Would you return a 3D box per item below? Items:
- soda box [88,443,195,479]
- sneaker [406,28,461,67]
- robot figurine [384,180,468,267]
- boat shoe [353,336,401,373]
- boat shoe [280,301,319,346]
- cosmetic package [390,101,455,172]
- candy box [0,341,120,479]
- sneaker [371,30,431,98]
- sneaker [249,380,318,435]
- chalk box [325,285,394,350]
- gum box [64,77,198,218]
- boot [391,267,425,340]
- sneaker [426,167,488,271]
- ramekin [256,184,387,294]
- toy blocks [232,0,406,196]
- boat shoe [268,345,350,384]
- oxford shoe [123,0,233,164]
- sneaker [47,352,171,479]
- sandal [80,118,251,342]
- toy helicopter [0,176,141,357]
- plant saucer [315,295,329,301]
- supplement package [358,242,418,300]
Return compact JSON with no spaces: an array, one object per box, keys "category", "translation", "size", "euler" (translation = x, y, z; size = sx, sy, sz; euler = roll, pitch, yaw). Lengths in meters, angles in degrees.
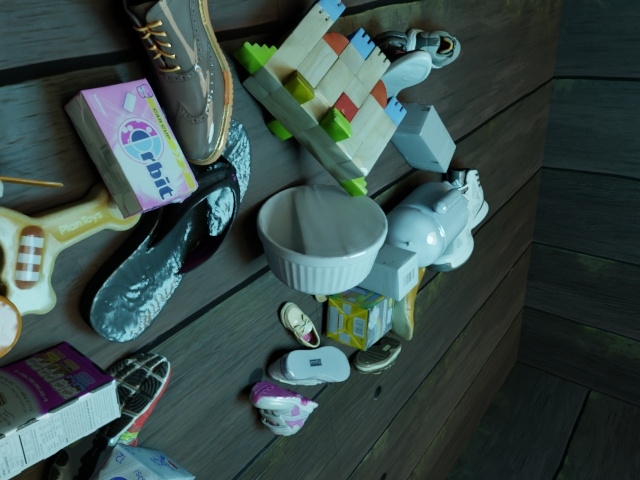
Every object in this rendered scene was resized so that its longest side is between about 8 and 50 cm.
[{"category":"soda box","translation":[-0.303,0.424,0.815],"size":[0.091,0.098,0.286],"euler":[-54,169,-24]},{"category":"sneaker","translation":[0.352,-0.558,1.377],"size":[0.272,0.108,0.100],"euler":[-21,118,-49]},{"category":"robot figurine","translation":[0.319,-0.050,1.453],"size":[0.353,0.200,0.299],"euler":[-40,167,-36]},{"category":"boat shoe","translation":[0.190,0.403,1.559],"size":[0.258,0.095,0.095],"euler":[-7,115,-52]},{"category":"boat shoe","translation":[-0.045,0.217,1.203],"size":[0.063,0.059,0.170],"euler":[-55,140,-23]},{"category":"cosmetic package","translation":[0.295,-0.300,1.389],"size":[0.238,0.127,0.107],"euler":[28,81,-52]},{"category":"candy box","translation":[-0.421,0.238,0.637],"size":[0.234,0.159,0.071],"euler":[-21,118,-46]},{"category":"sneaker","translation":[0.173,-0.431,1.101],"size":[0.105,0.296,0.146],"euler":[2,93,-11]},{"category":"sneaker","translation":[-0.099,0.431,1.183],"size":[0.252,0.103,0.111],"euler":[43,67,-50]},{"category":"chalk box","translation":[0.127,0.200,1.356],"size":[0.213,0.132,0.132],"euler":[-22,120,-55]},{"category":"gum box","translation":[-0.272,-0.131,0.700],"size":[0.107,0.062,0.188],"euler":[-36,107,-47]},{"category":"boot","translation":[0.304,0.183,1.612],"size":[0.211,0.104,0.295],"euler":[-49,136,-32]},{"category":"sneaker","translation":[0.461,-0.106,1.687],"size":[0.447,0.169,0.257],"euler":[-53,131,-38]},{"category":"ramekin","translation":[0.000,0.000,1.019],"size":[0.273,0.273,0.127],"euler":[-37,143,-39]},{"category":"toy blocks","translation":[0.035,-0.315,0.970],"size":[0.381,0.191,0.260],"euler":[43,66,-24]},{"category":"boat shoe","translation":[-0.026,0.339,1.251],"size":[0.268,0.088,0.096],"euler":[11,60,-51]},{"category":"oxford shoe","translation":[-0.224,-0.288,0.694],"size":[0.133,0.130,0.363],"euler":[-38,124,-62]},{"category":"sneaker","translation":[-0.358,0.325,0.831],"size":[0.278,0.107,0.118],"euler":[-57,159,-16]},{"category":"sandal","translation":[-0.228,-0.016,0.831],"size":[0.445,0.107,0.167],"euler":[-62,142,-15]},{"category":"toy helicopter","translation":[-0.394,-0.017,0.632],"size":[0.355,0.140,0.234],"euler":[-40,124,-51]},{"category":"plant saucer","translation":[0.007,0.124,1.272],"size":[0.083,0.015,0.083],"euler":[-25,123,-46]},{"category":"supplement package","translation":[0.170,0.077,1.327],"size":[0.105,0.180,0.105],"euler":[-36,130,-40]}]
